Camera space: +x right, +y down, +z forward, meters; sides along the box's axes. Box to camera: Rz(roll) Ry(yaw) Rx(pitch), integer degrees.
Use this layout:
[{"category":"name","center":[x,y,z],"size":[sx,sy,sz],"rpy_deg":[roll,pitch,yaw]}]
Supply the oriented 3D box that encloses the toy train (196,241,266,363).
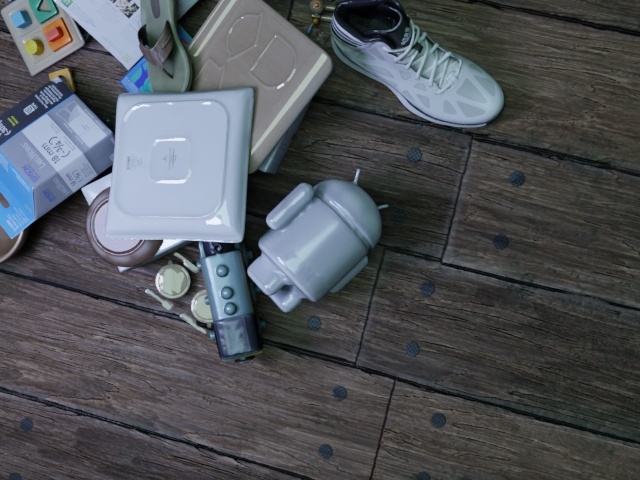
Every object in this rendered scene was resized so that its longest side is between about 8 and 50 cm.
[{"category":"toy train","center":[-0.212,0.131,1.591],"size":[0.142,0.190,0.334],"rpy_deg":[-11,87,-6]}]

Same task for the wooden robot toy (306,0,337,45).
[{"category":"wooden robot toy","center":[0.004,-0.560,1.602],"size":[0.076,0.079,0.173],"rpy_deg":[6,94,7]}]

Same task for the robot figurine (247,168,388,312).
[{"category":"robot figurine","center":[0.000,0.000,1.553],"size":[0.353,0.300,0.200],"rpy_deg":[-45,42,-4]}]

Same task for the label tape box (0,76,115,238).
[{"category":"label tape box","center":[-0.681,-0.203,1.609],"size":[0.334,0.106,0.240],"rpy_deg":[-41,68,-15]}]

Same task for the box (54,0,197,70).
[{"category":"box","center":[-0.437,-0.604,1.610],"size":[0.322,0.058,0.232],"rpy_deg":[-41,120,10]}]

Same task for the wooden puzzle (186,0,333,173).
[{"category":"wooden puzzle","center":[-0.167,-0.369,1.547],"size":[0.348,0.080,0.322],"rpy_deg":[45,105,24]}]

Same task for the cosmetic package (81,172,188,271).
[{"category":"cosmetic package","center":[-0.417,-0.072,1.649],"size":[0.224,0.138,0.224],"rpy_deg":[-25,88,8]}]

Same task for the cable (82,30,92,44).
[{"category":"cable","center":[-0.630,-0.644,1.707],"size":[0.139,0.072,0.287],"rpy_deg":[-25,102,-9]}]

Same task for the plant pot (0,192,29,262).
[{"category":"plant pot","center":[-0.840,-0.053,1.719],"size":[0.237,0.110,0.237],"rpy_deg":[0,93,6]}]

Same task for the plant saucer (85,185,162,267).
[{"category":"plant saucer","center":[-0.463,-0.034,1.570],"size":[0.199,0.036,0.198],"rpy_deg":[0,93,8]}]

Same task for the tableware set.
[{"category":"tableware set","center":[-0.327,0.134,1.698],"size":[0.194,0.039,0.128],"rpy_deg":[36,85,-1]}]

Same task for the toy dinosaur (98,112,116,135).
[{"category":"toy dinosaur","center":[-0.444,-0.254,1.667],"size":[0.268,0.064,0.118],"rpy_deg":[7,124,22]}]

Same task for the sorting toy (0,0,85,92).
[{"category":"sorting toy","center":[-0.703,-0.532,1.681],"size":[0.196,0.047,0.347],"rpy_deg":[-23,96,22]}]

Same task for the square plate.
[{"category":"square plate","center":[-0.324,-0.172,1.493],"size":[0.344,0.049,0.347],"rpy_deg":[1,83,15]}]

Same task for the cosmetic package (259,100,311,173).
[{"category":"cosmetic package","center":[-0.102,-0.280,1.610],"size":[0.085,0.117,0.231],"rpy_deg":[29,97,5]}]

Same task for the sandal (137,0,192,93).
[{"category":"sandal","center":[-0.381,-0.466,1.555],"size":[0.120,0.086,0.302],"rpy_deg":[-8,97,26]}]

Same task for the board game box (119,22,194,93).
[{"category":"board game box","center":[-0.369,-0.407,1.672],"size":[0.210,0.047,0.160],"rpy_deg":[-42,87,8]}]

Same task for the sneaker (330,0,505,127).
[{"category":"sneaker","center":[0.210,-0.392,1.492],"size":[0.447,0.257,0.169],"rpy_deg":[28,96,5]}]
